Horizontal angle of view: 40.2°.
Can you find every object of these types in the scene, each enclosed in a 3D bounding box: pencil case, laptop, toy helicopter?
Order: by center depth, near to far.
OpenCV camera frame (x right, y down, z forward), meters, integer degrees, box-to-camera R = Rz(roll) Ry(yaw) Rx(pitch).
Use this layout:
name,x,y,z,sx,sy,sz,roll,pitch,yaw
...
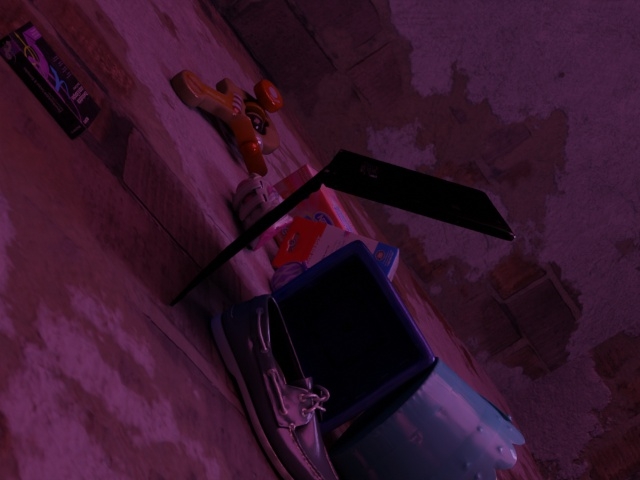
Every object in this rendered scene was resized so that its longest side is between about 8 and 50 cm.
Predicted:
name,x,y,z,sx,sy,sz,roll,pitch,yaw
laptop,0.039,0.002,1.321,0.408,0.236,0.382,17,12,2
pencil case,-0.014,0.118,1.719,0.206,0.088,0.086,49,4,-43
toy helicopter,-0.212,-0.288,2.029,0.355,0.140,0.235,22,44,-54

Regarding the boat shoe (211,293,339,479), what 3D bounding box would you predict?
name,x,y,z,sx,sy,sz,roll,pitch,yaw
boat shoe,-0.044,0.221,1.231,0.319,0.099,0.116,60,10,18

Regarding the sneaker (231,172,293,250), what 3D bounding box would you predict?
name,x,y,z,sx,sy,sz,roll,pitch,yaw
sneaker,-0.128,-0.063,1.741,0.111,0.103,0.252,50,5,-16

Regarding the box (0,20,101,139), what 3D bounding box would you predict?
name,x,y,z,sx,sy,sz,roll,pitch,yaw
box,-0.378,-0.227,1.232,0.162,0.029,0.116,54,10,-21

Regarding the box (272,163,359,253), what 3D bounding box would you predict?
name,x,y,z,sx,sy,sz,roll,pitch,yaw
box,0.000,0.000,1.959,0.300,0.154,0.142,61,11,19

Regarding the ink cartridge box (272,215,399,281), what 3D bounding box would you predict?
name,x,y,z,sx,sy,sz,roll,pitch,yaw
ink cartridge box,0.031,0.051,1.800,0.231,0.134,0.078,19,-24,14

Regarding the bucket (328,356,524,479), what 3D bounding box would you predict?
name,x,y,z,sx,sy,sz,roll,pitch,yaw
bucket,0.159,0.330,1.389,0.183,0.281,0.281,49,10,3

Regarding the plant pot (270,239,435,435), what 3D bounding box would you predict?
name,x,y,z,sx,sy,sz,roll,pitch,yaw
plant pot,0.038,0.157,1.467,0.236,0.236,0.212,57,5,5
